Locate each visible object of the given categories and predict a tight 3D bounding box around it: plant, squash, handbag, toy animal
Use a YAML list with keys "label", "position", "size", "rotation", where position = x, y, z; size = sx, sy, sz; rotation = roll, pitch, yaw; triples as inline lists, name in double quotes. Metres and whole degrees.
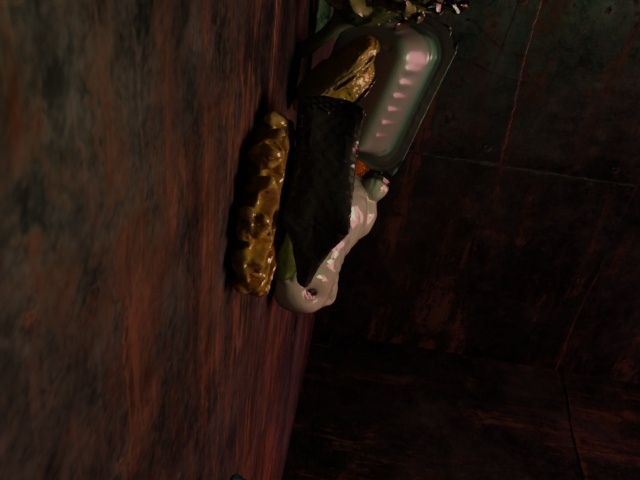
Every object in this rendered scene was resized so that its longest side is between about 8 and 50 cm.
- label: "plant"
  position: [0.080, -0.379, 1.028]
  size: [0.297, 0.306, 0.261]
  rotation: [-54, -144, 17]
- label: "squash"
  position: [-0.059, -0.033, 1.175]
  size: [0.066, 0.066, 0.229]
  rotation: [-74, 172, -69]
- label: "handbag"
  position: [-0.004, -0.079, 0.938]
  size: [0.175, 0.089, 0.270]
  rotation: [114, -17, -73]
- label: "toy animal"
  position: [0.000, 0.000, 1.447]
  size: [0.258, 0.194, 0.357]
  rotation: [105, 7, -69]

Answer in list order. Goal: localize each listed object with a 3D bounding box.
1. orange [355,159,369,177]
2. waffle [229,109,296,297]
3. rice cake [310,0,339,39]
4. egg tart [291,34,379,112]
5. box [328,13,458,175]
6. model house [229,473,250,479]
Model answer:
- label: "orange"
  position: [0.058, -0.263, 1.737]
  size: [0.234, 0.182, 0.234]
  rotation: [177, -90, -88]
- label: "waffle"
  position: [-0.072, -0.049, 0.918]
  size: [0.253, 0.056, 0.249]
  rotation: [-68, 166, -86]
- label: "rice cake"
  position: [0.022, -0.525, 1.201]
  size: [0.336, 0.063, 0.066]
  rotation: [96, 1, -47]
- label: "egg tart"
  position: [0.033, -0.283, 1.188]
  size: [0.074, 0.191, 0.191]
  rotation: [48, 32, -26]
- label: "box"
  position: [0.093, -0.323, 1.362]
  size: [0.106, 0.264, 0.336]
  rotation: [-16, 137, -52]
- label: "model house"
  position: [-0.110, 0.437, 0.837]
  size: [0.241, 0.226, 0.261]
  rotation: [37, -58, 50]
